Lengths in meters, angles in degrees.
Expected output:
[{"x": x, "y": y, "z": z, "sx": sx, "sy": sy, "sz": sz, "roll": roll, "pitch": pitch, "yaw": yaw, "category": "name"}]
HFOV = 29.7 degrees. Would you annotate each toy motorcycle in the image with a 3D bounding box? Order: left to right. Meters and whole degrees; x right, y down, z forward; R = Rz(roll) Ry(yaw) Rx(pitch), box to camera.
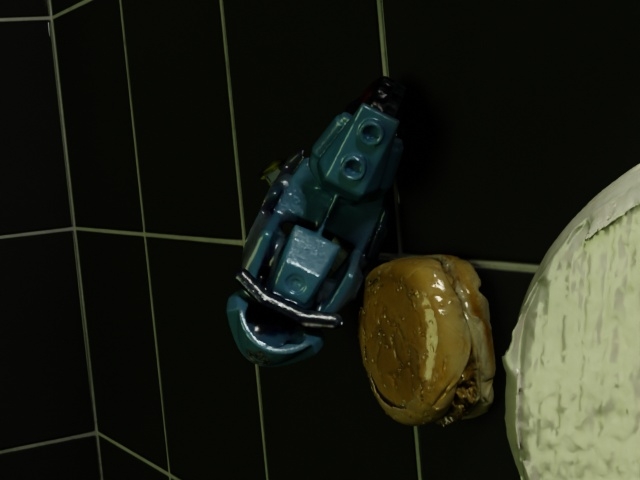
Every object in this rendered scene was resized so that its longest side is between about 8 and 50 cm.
[{"x": 0.000, "y": 0.000, "z": 1.495, "sx": 0.416, "sy": 0.172, "sz": 0.232, "roll": -61, "pitch": 3, "yaw": 23, "category": "toy motorcycle"}]

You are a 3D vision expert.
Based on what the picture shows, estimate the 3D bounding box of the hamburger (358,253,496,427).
[{"x": 0.128, "y": 0.119, "z": 1.436, "sx": 0.213, "sy": 0.108, "sz": 0.214, "roll": 8, "pitch": 99, "yaw": 63, "category": "hamburger"}]

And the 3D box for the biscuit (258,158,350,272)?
[{"x": -0.013, "y": -0.028, "z": 1.724, "sx": 0.292, "sy": 0.048, "sz": 0.026, "roll": 54, "pitch": 179, "yaw": 43, "category": "biscuit"}]

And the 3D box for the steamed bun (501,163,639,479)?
[{"x": 0.328, "y": 0.105, "z": 0.855, "sx": 0.374, "sy": 0.241, "sz": 0.374, "roll": 6, "pitch": 100, "yaw": 36, "category": "steamed bun"}]
